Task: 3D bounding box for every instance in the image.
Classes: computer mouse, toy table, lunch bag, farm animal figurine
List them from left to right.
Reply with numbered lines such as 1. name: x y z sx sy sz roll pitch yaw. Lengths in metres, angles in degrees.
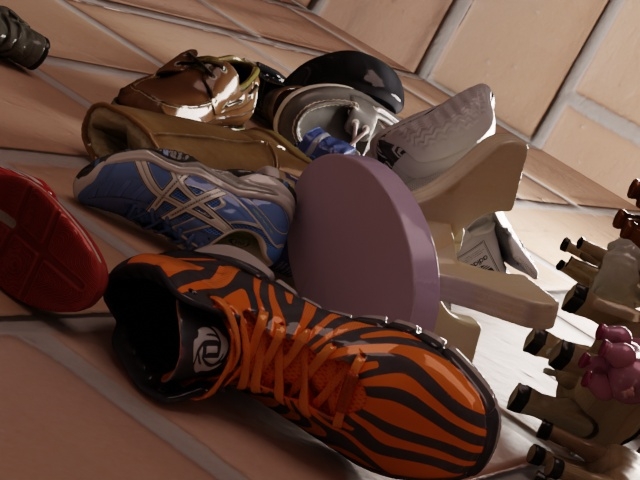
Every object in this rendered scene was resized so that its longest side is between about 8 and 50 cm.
1. lunch bag: -0.005 -0.098 2.451 0.065 0.067 0.098 30 13 8
2. computer mouse: 0.019 -0.221 2.761 0.188 0.072 0.272 26 -14 -32
3. toy table: 0.092 0.021 1.828 0.161 0.252 0.274 3 32 -26
4. farm animal figurine: 0.295 0.130 1.833 0.172 0.330 0.327 25 -16 -6

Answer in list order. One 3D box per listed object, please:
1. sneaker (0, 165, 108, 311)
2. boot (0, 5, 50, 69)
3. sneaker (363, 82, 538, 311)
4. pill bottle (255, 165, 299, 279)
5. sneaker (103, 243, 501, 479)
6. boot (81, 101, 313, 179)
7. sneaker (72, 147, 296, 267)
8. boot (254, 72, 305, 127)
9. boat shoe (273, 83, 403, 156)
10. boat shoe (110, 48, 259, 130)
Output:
1. sneaker: -0.220 -0.014 1.565 0.221 0.087 0.128 36 15 29
2. boot: -0.423 -0.277 2.269 0.246 0.083 0.161 44 12 35
3. sneaker: 0.149 -0.035 2.084 0.210 0.137 0.366 63 -7 2
4. pill bottle: 0.000 0.000 1.980 0.169 0.094 0.094 25 12 -17
5. sneaker: -0.033 0.100 1.480 0.321 0.124 0.180 22 12 27
6. boot: -0.087 -0.056 2.072 0.236 0.089 0.269 32 15 32
7. sneaker: -0.126 -0.029 1.849 0.211 0.081 0.080 9 -29 -9
8. boot: -0.065 -0.178 2.667 0.106 0.082 0.219 20 1 17
9. boat shoe: 0.075 -0.124 2.640 0.095 0.112 0.335 32 8 39
10. boat shoe: -0.156 -0.178 2.349 0.111 0.104 0.307 31 12 10
